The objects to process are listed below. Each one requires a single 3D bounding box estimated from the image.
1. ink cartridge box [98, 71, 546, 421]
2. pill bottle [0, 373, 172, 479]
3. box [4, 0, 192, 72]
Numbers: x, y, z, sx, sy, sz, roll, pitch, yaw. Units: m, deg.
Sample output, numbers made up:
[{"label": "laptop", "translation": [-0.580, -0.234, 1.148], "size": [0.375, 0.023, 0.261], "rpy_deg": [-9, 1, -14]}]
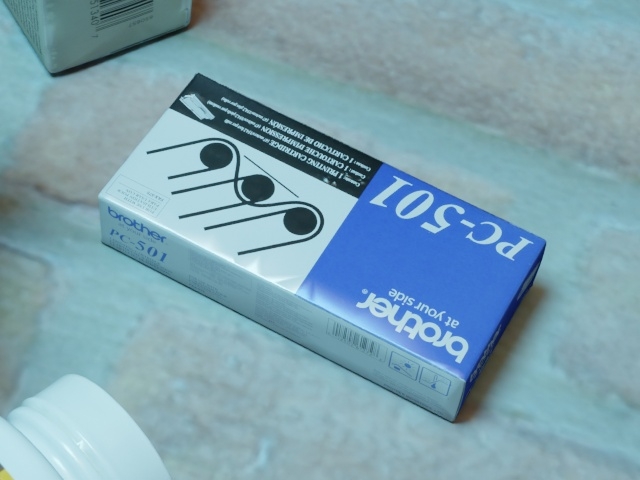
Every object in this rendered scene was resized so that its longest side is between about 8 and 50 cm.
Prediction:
[{"label": "ink cartridge box", "translation": [0.000, 0.000, 0.817], "size": [0.207, 0.046, 0.097], "rpy_deg": [26, 58, 12]}, {"label": "pill bottle", "translation": [-0.164, 0.148, 0.653], "size": [0.215, 0.117, 0.117], "rpy_deg": [-36, 66, -26]}, {"label": "box", "translation": [-0.175, -0.235, 0.925], "size": [0.094, 0.113, 0.275], "rpy_deg": [-23, 62, -21]}]
